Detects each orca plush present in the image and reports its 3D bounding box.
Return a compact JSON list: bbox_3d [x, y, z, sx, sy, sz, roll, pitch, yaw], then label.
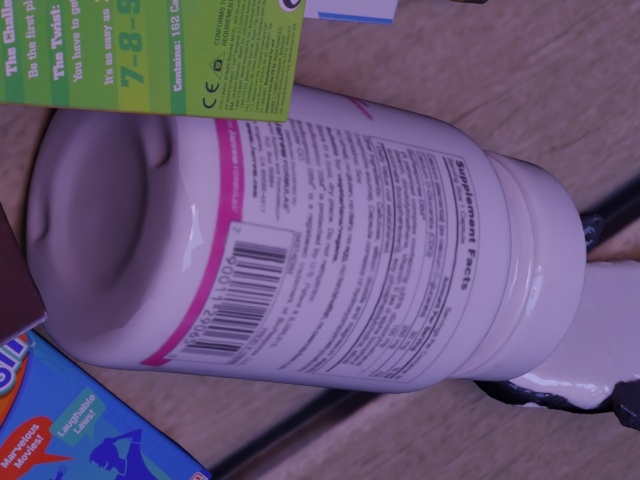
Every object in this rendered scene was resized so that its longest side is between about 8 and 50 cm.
[{"bbox_3d":[0.206,0.056,1.096,0.287,0.102,0.151,-31,80,-33],"label":"orca plush"}]

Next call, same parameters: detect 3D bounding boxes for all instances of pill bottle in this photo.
[{"bbox_3d":[0.000,0.000,0.851,0.283,0.160,0.160,10,104,-38],"label":"pill bottle"}]

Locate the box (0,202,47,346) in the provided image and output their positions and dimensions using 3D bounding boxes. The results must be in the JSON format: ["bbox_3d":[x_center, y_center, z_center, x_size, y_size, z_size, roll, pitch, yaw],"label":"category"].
[{"bbox_3d":[-0.256,-0.120,0.596,0.143,0.191,0.381,-29,125,-23],"label":"box"}]

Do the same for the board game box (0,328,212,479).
[{"bbox_3d":[-0.180,0.131,0.852,0.160,0.047,0.210,-50,129,-7],"label":"board game box"}]

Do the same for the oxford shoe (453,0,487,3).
[{"bbox_3d":[0.069,-0.234,0.859,0.076,0.076,0.212,-3,111,-23],"label":"oxford shoe"}]

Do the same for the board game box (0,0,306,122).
[{"bbox_3d":[-0.102,-0.112,0.584,0.259,0.039,0.124,-1,104,-49],"label":"board game box"}]

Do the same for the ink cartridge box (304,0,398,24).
[{"bbox_3d":[-0.026,-0.151,0.792,0.089,0.122,0.052,-1,114,-35],"label":"ink cartridge box"}]
